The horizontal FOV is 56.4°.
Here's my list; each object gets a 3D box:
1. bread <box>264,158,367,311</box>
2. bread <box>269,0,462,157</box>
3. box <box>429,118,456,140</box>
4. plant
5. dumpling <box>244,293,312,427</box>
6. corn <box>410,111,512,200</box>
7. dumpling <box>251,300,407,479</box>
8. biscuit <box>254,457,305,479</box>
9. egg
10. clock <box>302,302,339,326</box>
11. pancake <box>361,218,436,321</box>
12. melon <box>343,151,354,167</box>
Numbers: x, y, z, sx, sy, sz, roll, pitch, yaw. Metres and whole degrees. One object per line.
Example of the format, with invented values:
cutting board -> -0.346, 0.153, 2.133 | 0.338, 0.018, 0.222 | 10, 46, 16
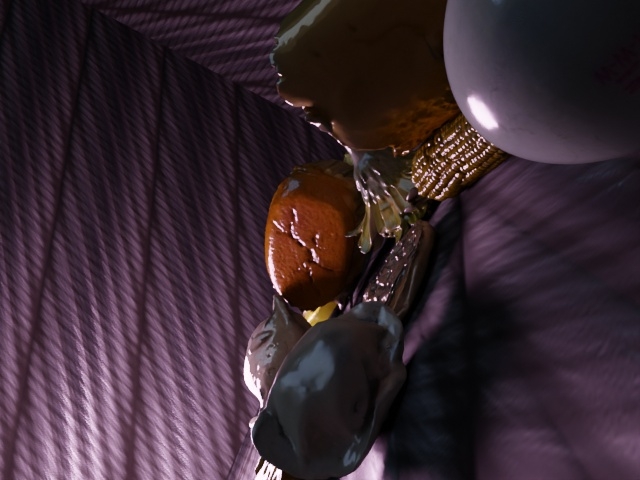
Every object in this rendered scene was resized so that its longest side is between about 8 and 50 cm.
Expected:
bread -> -0.011, -0.003, 1.424 | 0.183, 0.236, 0.388 | -37, -42, -51
bread -> 0.162, -0.290, 0.848 | 0.394, 0.250, 0.361 | -29, 3, 26
box -> 0.263, -0.346, 1.386 | 0.226, 0.150, 0.226 | -62, 3, 5
plant -> 0.140, -0.127, 1.156 | 0.306, 0.297, 0.261 | -47, 34, 4
dumpling -> -0.074, 0.299, 1.431 | 0.243, 0.187, 0.317 | 52, -136, -63
corn -> 0.200, -0.123, 0.825 | 0.096, 0.097, 0.320 | -63, 4, -12
dumpling -> 0.025, 0.178, 0.739 | 0.250, 0.163, 0.132 | -51, -39, -25
biscuit -> -0.058, 0.379, 1.012 | 0.335, 0.078, 0.329 | 121, 174, -65
egg -> 0.185, -0.162, 0.350 | 0.264, 0.183, 0.182 | -53, 7, 34
clock -> 0.021, 0.176, 1.701 | 0.293, 0.071, 0.277 | -59, 4, 30
pancake -> 0.103, 0.094, 0.969 | 0.282, 0.049, 0.282 | -61, 2, 4
melon -> 0.131, -0.160, 1.581 | 0.343, 0.226, 0.331 | -46, -22, -49
